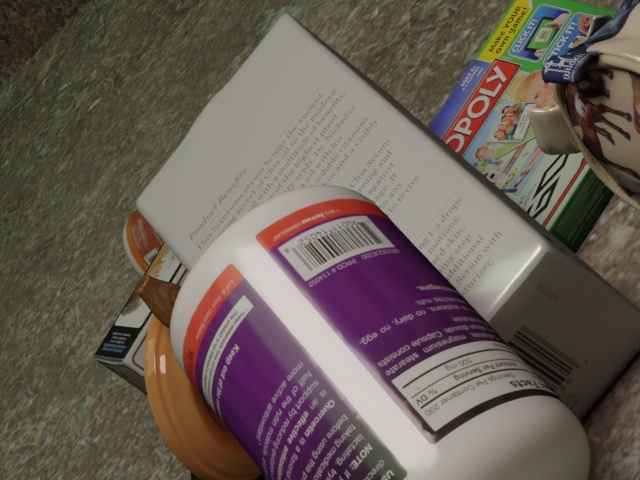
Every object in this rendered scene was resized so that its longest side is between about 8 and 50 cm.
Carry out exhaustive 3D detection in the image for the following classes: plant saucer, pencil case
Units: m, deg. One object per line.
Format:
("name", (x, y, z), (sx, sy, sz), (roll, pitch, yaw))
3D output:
("plant saucer", (-0.090, 0.135, 1.740), (0.037, 0.200, 0.200), (-18, 38, 34))
("pencil case", (0.316, -0.199, 1.233), (0.183, 0.160, 0.410), (25, 66, 35))

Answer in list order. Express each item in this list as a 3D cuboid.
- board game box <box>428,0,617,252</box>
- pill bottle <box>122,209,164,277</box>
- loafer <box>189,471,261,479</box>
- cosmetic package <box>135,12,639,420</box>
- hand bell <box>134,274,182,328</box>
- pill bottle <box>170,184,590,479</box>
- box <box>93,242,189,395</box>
("board game box", (0.175, -0.071, 1.629), (0.213, 0.046, 0.317), (24, 78, 50))
("pill bottle", (-0.129, -0.036, 2.170), (0.216, 0.121, 0.121), (-37, 27, 34))
("loafer", (-0.111, 0.264, 1.737), (0.080, 0.078, 0.220), (-43, 24, 25))
("cosmetic package", (0.044, 0.017, 1.518), (0.230, 0.161, 0.453), (-51, 40, 7))
("hand bell", (-0.073, 0.106, 1.679), (0.126, 0.242, 0.126), (-44, 24, 25))
("pill bottle", (0.051, 0.122, 1.203), (0.181, 0.181, 0.323), (-49, 57, 12))
("box", (-0.086, 0.048, 1.898), (0.290, 0.169, 0.087), (-58, 24, -15))
